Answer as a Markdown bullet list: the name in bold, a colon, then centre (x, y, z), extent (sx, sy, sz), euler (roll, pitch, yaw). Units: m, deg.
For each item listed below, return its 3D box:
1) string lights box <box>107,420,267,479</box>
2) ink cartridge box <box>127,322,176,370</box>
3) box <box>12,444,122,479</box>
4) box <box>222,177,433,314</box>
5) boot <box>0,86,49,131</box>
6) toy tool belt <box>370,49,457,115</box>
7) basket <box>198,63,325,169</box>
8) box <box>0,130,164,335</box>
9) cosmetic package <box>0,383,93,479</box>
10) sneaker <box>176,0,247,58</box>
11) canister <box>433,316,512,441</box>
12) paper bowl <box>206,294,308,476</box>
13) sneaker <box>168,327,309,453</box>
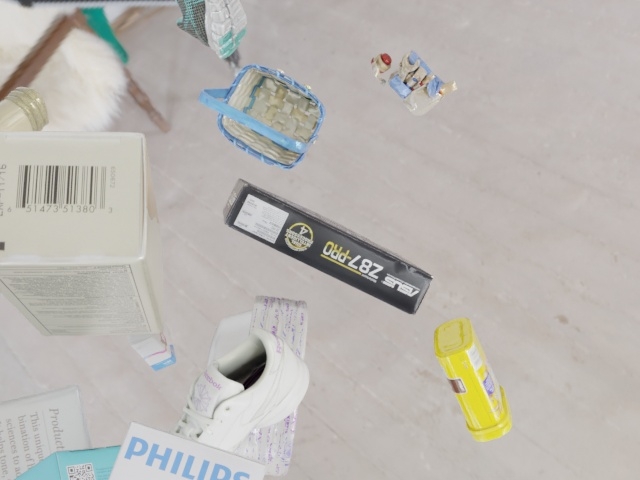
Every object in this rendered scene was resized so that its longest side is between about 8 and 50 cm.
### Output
- **string lights box**: centre (-0.106, 0.235, 0.398), extent (0.077, 0.133, 0.259), euler (18, 68, 0)
- **ink cartridge box**: centre (-0.343, 0.194, 1.586), extent (0.052, 0.122, 0.088), euler (-23, 53, 2)
- **box**: centre (-0.308, 0.299, 0.869), extent (0.244, 0.101, 0.060), euler (-35, 63, 31)
- **box**: centre (0.000, 0.000, 1.566), extent (0.097, 0.395, 0.318), euler (-64, 11, 4)
- **boot**: centre (-0.601, -0.177, 1.432), extent (0.203, 0.095, 0.262), euler (-49, 13, -26)
- **toy tool belt**: centre (0.098, -0.173, 0.813), extent (0.051, 0.083, 0.052), euler (-36, 19, 37)
- **basket**: centre (-0.121, -0.281, 1.773), extent (0.255, 0.289, 0.201), euler (30, 112, 3)
- **box**: centre (-0.238, 0.010, 0.800), extent (0.148, 0.311, 0.121), euler (-1, 72, -10)
- **cosmetic package**: centre (-0.533, 0.431, 1.178), extent (0.394, 0.327, 0.329), euler (-10, 79, -22)
- **sneaker**: centre (-0.118, -0.255, 0.775), extent (0.076, 0.166, 0.065), euler (27, 56, 12)
- **canister**: centre (0.250, 0.227, 1.304), extent (0.073, 0.169, 0.126), euler (-22, 17, 15)
- **paper bowl**: centre (-0.107, 0.229, 1.275), extent (0.148, 0.284, 0.284), euler (8, 54, -1)
- **sneaker**: centre (-0.152, 0.232, 1.005), extent (0.114, 0.152, 0.305), euler (31, 70, 34)
